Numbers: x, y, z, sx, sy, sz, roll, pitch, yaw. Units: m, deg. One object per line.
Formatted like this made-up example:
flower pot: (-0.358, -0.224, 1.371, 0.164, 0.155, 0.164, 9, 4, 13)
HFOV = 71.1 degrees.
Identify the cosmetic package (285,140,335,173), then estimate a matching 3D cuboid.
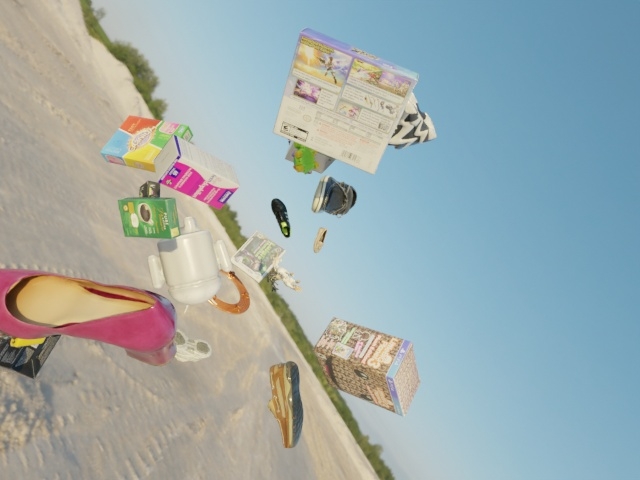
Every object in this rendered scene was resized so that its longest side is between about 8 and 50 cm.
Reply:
cosmetic package: (-0.016, -0.421, 1.891, 0.197, 0.155, 0.365, 20, -10, -9)

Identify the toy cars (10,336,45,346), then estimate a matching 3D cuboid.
toy cars: (-0.882, 0.300, 1.252, 0.087, 0.393, 0.176, 22, -33, 30)

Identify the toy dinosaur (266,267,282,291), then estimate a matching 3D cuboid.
toy dinosaur: (-0.220, 0.160, 2.074, 0.268, 0.064, 0.118, 48, 29, -41)

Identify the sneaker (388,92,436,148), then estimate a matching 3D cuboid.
sneaker: (0.201, -0.328, 1.228, 0.235, 0.153, 0.094, 29, 45, -48)

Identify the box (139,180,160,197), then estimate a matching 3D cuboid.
box: (-0.670, -0.190, 1.757, 0.083, 0.052, 0.062, -19, -111, 43)

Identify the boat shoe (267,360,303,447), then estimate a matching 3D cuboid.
boat shoe: (-0.144, 0.647, 1.783, 0.122, 0.120, 0.324, 30, 54, -68)

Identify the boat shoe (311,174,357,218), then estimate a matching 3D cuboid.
boat shoe: (0.076, -0.210, 2.176, 0.156, 0.187, 0.500, 20, 11, 12)

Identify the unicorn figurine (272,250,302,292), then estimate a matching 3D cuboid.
unicorn figurine: (-0.130, 0.126, 1.662, 0.111, 0.060, 0.162, 21, -47, 53)

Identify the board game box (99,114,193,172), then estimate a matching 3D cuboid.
board game box: (-0.751, -0.418, 1.944, 0.316, 0.242, 0.064, 13, -30, 16)

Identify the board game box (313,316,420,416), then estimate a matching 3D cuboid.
board game box: (0.155, 0.410, 1.467, 0.291, 0.141, 0.232, 12, -42, 33)

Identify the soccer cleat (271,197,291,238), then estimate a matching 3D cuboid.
soccer cleat: (-0.158, -0.092, 1.866, 0.072, 0.060, 0.179, -113, -176, -62)

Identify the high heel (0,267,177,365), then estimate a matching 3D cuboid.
high heel: (-0.403, 0.085, 0.709, 0.181, 0.377, 0.127, 106, -1, -51)

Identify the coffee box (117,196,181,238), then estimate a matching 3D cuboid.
coffee box: (-0.477, -0.063, 1.249, 0.040, 0.184, 0.113, -31, 119, -61)

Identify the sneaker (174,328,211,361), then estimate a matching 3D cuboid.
sneaker: (-0.550, 0.424, 1.749, 0.232, 0.115, 0.090, 35, 28, -28)

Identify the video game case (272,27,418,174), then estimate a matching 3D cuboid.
video game case: (0.050, -0.313, 1.031, 0.269, 0.061, 0.244, 23, -52, 0)

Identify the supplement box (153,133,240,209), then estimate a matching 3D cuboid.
supplement box: (-0.369, -0.201, 1.349, 0.220, 0.111, 0.114, 24, 29, -43)

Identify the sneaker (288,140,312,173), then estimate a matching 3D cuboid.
sneaker: (-0.087, -0.451, 2.312, 0.225, 0.093, 0.088, 68, -13, -5)

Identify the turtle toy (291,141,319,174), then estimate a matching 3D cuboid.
turtle toy: (-0.060, -0.290, 1.533, 0.066, 0.095, 0.130, 13, -66, 48)

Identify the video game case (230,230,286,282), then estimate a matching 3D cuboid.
video game case: (-0.277, 0.069, 1.979, 0.173, 0.190, 0.022, 34, -23, 17)

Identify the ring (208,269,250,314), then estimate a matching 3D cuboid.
ring: (-0.470, 0.216, 2.165, 0.336, 0.032, 0.336, 39, 18, -16)

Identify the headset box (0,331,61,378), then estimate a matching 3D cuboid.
headset box: (-1.121, 0.362, 1.639, 0.293, 0.218, 0.110, 3, -35, 22)

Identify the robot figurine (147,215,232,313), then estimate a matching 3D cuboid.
robot figurine: (-0.490, 0.089, 1.688, 0.200, 0.300, 0.353, -165, -117, -82)

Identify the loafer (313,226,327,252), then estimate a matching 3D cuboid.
loafer: (0.000, 0.000, 2.083, 0.039, 0.125, 0.045, 12, -3, 42)
